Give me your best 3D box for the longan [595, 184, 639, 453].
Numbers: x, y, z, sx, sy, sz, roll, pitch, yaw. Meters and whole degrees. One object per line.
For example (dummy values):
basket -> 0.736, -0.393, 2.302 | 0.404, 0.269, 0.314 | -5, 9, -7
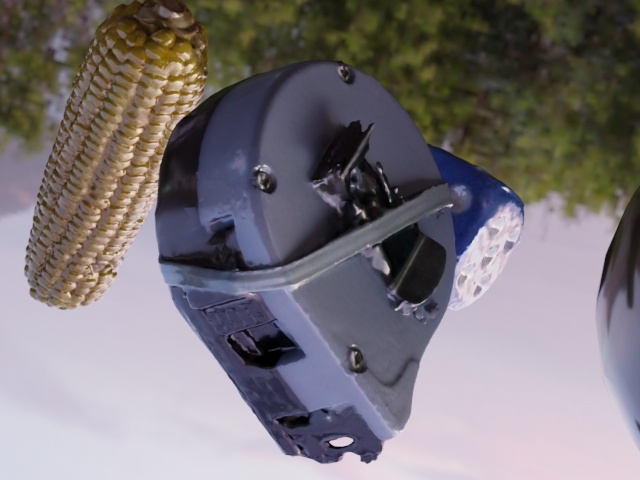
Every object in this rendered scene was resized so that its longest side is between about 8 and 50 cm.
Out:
longan -> 0.372, 0.051, 1.000 | 0.404, 0.336, 0.404 | 10, 140, 8

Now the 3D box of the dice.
dice -> 0.128, -0.018, 1.762 | 0.146, 0.146, 0.143 | 33, -179, 27

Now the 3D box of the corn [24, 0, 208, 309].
corn -> -0.204, -0.081, 1.557 | 0.120, 0.363, 0.120 | 20, -147, -13

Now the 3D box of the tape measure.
tape measure -> -0.002, -0.004, 0.868 | 0.107, 0.182, 0.181 | -15, 126, 38
